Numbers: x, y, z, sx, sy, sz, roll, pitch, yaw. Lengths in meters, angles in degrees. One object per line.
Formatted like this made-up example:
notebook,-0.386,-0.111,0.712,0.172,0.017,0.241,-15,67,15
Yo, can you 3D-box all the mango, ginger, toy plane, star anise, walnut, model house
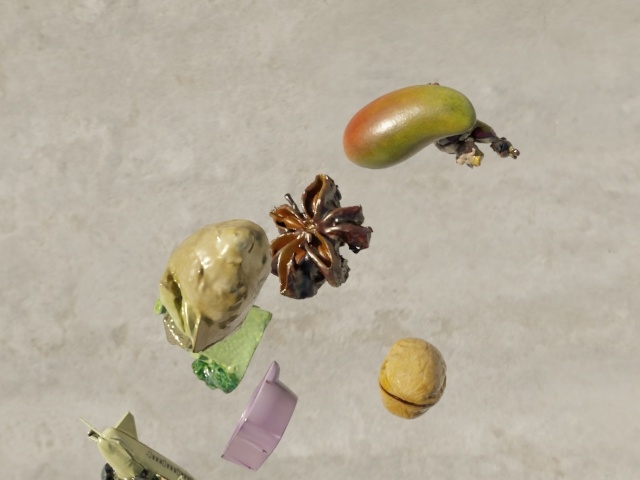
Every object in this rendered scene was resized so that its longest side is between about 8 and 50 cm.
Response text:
mango,0.168,-0.237,1.434,0.289,0.146,0.129,-23,143,26
ginger,-0.092,0.027,0.780,0.122,0.193,0.115,-39,90,16
toy plane,-0.252,0.353,1.049,0.241,0.104,0.256,6,132,44
star anise,0.000,0.000,1.185,0.125,0.220,0.190,34,146,-33
walnut,0.187,0.284,1.438,0.144,0.180,0.144,7,116,14
model house,-0.243,0.179,1.430,0.189,0.214,0.195,34,77,-23

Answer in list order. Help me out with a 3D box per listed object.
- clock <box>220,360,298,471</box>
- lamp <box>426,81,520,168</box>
clock,-0.073,0.229,0.910,0.050,0.110,0.153,28,142,-2
lamp,0.294,-0.226,1.491,0.253,0.118,0.118,46,115,19
